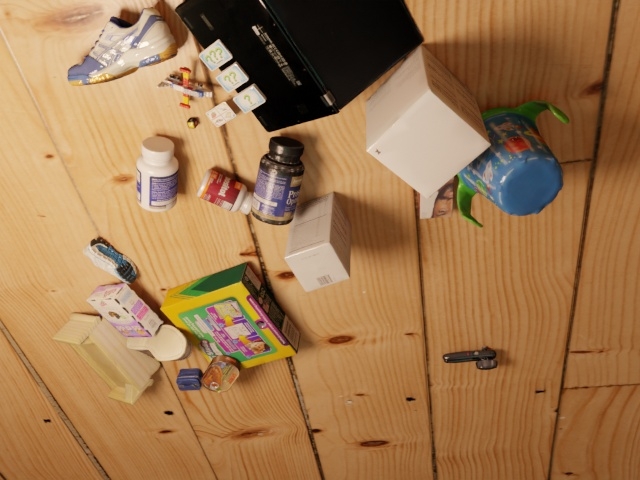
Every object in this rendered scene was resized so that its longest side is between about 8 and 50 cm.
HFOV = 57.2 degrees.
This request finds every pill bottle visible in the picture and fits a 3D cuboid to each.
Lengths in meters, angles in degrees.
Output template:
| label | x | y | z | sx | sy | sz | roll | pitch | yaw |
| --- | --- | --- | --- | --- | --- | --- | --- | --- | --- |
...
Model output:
| label | x | y | z | sx | sy | sz | roll | pitch | yaw |
| --- | --- | --- | --- | --- | --- | --- | --- | --- | --- |
| pill bottle | -0.446 | -0.183 | 1.605 | 0.111 | 0.112 | 0.187 | 11 | 128 | -5 |
| pill bottle | -0.112 | -0.162 | 1.582 | 0.122 | 0.123 | 0.219 | 12 | 115 | -6 |
| pill bottle | -0.262 | -0.133 | 1.649 | 0.151 | 0.086 | 0.086 | 24 | 126 | -15 |

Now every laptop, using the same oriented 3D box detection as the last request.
| label | x | y | z | sx | sy | sz | roll | pitch | yaw |
| --- | --- | --- | --- | --- | --- | --- | --- | --- | --- |
| laptop | -0.050 | -0.507 | 1.388 | 0.407 | 0.236 | 0.382 | -5 | 133 | 44 |

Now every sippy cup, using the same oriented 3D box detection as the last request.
| label | x | y | z | sx | sy | sz | roll | pitch | yaw |
| --- | --- | --- | --- | --- | --- | --- | --- | --- | --- |
| sippy cup | 0.472 | -0.180 | 1.449 | 0.239 | 0.224 | 0.306 | -8 | 125 | -5 |

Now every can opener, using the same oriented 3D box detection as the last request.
| label | x | y | z | sx | sy | sz | roll | pitch | yaw |
| --- | --- | --- | --- | --- | --- | --- | --- | --- | --- |
| can opener | 0.517 | 0.405 | 2.036 | 0.185 | 0.073 | 0.059 | -2 | 136 | 17 |

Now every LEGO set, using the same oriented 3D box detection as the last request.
| label | x | y | z | sx | sy | sz | roll | pitch | yaw |
| --- | --- | --- | --- | --- | --- | --- | --- | --- | --- |
| LEGO set | -0.282 | -0.362 | 1.465 | 0.244 | 0.060 | 0.182 | -20 | 124 | 35 |

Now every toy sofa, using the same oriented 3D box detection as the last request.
| label | x | y | z | sx | sy | sz | roll | pitch | yaw |
| --- | --- | --- | --- | --- | --- | --- | --- | --- | --- |
| toy sofa | -0.745 | 0.400 | 2.077 | 0.150 | 0.177 | 0.363 | 1 | 133 | 35 |

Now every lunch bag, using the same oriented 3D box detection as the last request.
| label | x | y | z | sx | sy | sz | roll | pitch | yaw |
| --- | --- | --- | --- | --- | --- | --- | --- | --- | --- |
| lunch bag | -0.483 | 0.522 | 2.185 | 0.098 | 0.065 | 0.067 | -5 | 128 | 8 |

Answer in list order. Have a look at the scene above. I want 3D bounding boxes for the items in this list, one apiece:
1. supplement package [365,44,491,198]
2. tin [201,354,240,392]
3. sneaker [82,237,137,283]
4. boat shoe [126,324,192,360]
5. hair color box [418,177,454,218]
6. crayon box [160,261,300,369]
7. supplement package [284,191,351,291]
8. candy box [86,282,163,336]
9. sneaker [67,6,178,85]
| label | x | y | z | sx | sy | sz | roll | pitch | yaw |
| --- | --- | --- | --- | --- | --- | --- | --- | --- | --- |
| supplement package | 0.243 | -0.282 | 1.386 | 0.198 | 0.263 | 0.199 | 35 | 123 | -21 |
| tin | -0.342 | 0.460 | 2.024 | 0.106 | 0.040 | 0.190 | 26 | 129 | -10 |
| sneaker | -0.666 | 0.071 | 1.855 | 0.082 | 0.071 | 0.191 | -22 | 121 | 36 |
| boat shoe | -0.524 | 0.350 | 1.970 | 0.324 | 0.117 | 0.096 | -2 | 152 | 41 |
| hair color box | 0.319 | -0.144 | 1.623 | 0.093 | 0.053 | 0.167 | -4 | 128 | 5 |
| crayon box | -0.291 | 0.270 | 1.950 | 0.312 | 0.106 | 0.363 | -18 | 125 | 21 |
| supplement package | 0.000 | 0.000 | 1.634 | 0.138 | 0.244 | 0.134 | -19 | 124 | 18 |
| candy box | -0.643 | 0.233 | 1.934 | 0.164 | 0.070 | 0.196 | -7 | 131 | 38 |
| sneaker | -0.489 | -0.463 | 1.412 | 0.296 | 0.112 | 0.131 | -16 | 108 | 13 |
